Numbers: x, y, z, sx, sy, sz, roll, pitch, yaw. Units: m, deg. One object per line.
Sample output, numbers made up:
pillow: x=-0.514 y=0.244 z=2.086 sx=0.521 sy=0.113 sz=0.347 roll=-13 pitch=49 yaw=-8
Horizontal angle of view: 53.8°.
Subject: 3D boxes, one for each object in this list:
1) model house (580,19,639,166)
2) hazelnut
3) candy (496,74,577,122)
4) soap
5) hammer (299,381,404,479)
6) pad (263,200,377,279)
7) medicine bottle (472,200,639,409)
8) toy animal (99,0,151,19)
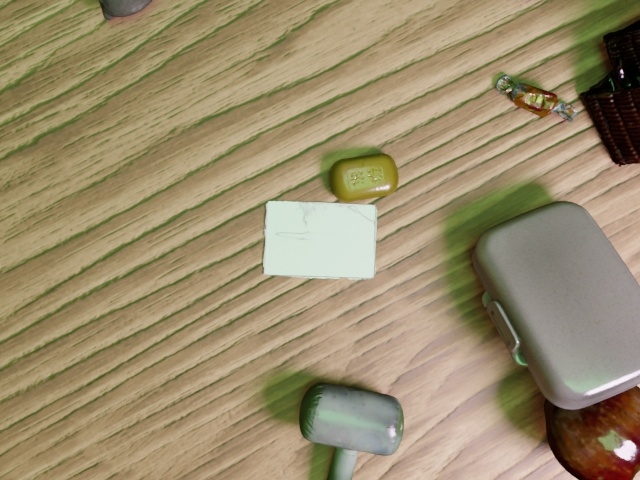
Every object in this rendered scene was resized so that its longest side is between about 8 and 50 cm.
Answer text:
model house: x=0.648 y=-0.312 z=1.219 sx=0.282 sy=0.297 sz=0.317 roll=-20 pitch=100 yaw=39
hazelnut: x=0.542 y=0.350 z=1.219 sx=0.218 sy=0.234 sz=0.218 roll=11 pitch=118 yaw=21
candy: x=0.447 y=-0.288 z=1.296 sx=0.182 sy=0.046 sz=0.053 roll=22 pitch=87 yaw=-3
soap: x=0.088 y=-0.127 z=1.268 sx=0.140 sy=0.045 sz=0.089 roll=-10 pitch=88 yaw=-5
hammer: x=0.040 y=0.454 z=1.245 sx=0.206 sy=0.119 sz=0.335 roll=11 pitch=96 yaw=-3
pad: x=0.000 y=0.000 z=1.282 sx=0.232 sy=0.004 sz=0.156 roll=2 pitch=91 yaw=-5
medicine bottle: x=0.468 y=0.113 z=1.200 sx=0.282 sy=0.123 sz=0.375 roll=-22 pitch=66 yaw=-3
toy animal: x=-0.329 y=-0.513 z=1.215 sx=0.236 sy=0.138 sz=0.108 roll=-25 pitch=52 yaw=-26
